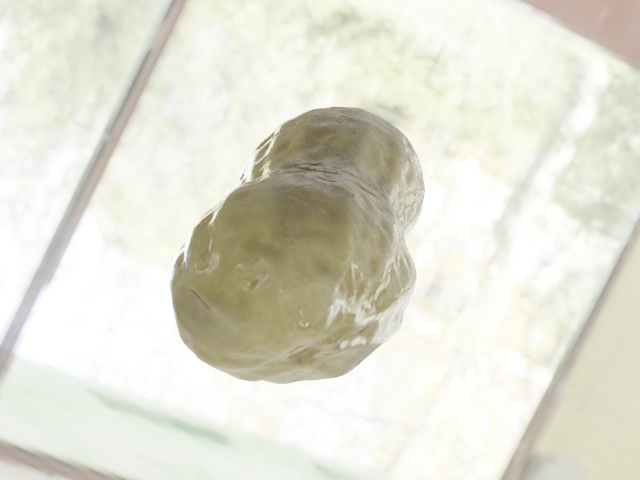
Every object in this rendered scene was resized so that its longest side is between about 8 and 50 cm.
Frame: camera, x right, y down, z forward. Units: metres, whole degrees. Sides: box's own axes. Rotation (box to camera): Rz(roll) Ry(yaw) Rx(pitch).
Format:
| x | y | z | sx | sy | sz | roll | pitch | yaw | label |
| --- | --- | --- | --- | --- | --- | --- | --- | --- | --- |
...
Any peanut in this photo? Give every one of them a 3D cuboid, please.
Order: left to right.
| x | y | z | sx | sy | sz | roll | pitch | yaw | label |
| --- | --- | --- | --- | --- | --- | --- | --- | --- | --- |
| 0.000 | 0.000 | 0.954 | 0.124 | 0.123 | 0.256 | 27 | -154 | 5 | peanut |
